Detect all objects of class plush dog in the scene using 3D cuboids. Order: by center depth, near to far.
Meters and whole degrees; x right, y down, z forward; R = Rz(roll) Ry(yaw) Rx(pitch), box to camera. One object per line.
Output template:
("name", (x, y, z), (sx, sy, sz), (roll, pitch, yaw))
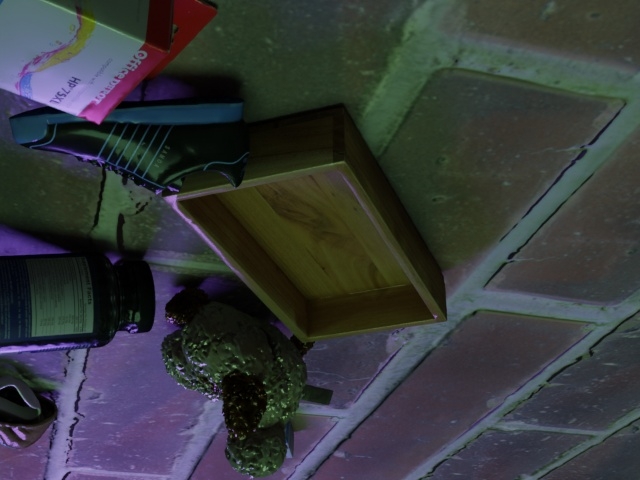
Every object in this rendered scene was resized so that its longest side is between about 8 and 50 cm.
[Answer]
("plush dog", (-0.109, 0.166, 1.429), (0.210, 0.262, 0.225), (-40, 155, 2))

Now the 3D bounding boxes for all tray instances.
("tray", (0.000, 0.000, 1.235), (0.202, 0.076, 0.411), (-10, 149, 17))

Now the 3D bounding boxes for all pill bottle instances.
("pill bottle", (-0.323, 0.076, 1.300), (0.219, 0.123, 0.123), (-2, 154, -25))

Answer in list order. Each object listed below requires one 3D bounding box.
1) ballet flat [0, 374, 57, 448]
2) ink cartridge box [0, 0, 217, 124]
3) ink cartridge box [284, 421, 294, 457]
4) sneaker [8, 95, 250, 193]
("ballet flat", (-0.550, 0.248, 1.666), (0.124, 0.116, 0.342), (-34, 142, 15))
("ink cartridge box", (-0.217, -0.181, 0.891), (0.231, 0.078, 0.134), (19, 146, -32))
("ink cartridge box", (-0.098, 0.360, 1.919), (0.088, 0.052, 0.122), (-3, 153, 4))
("sneaker", (-0.185, -0.090, 1.023), (0.232, 0.090, 0.081), (-2, -165, 1))
